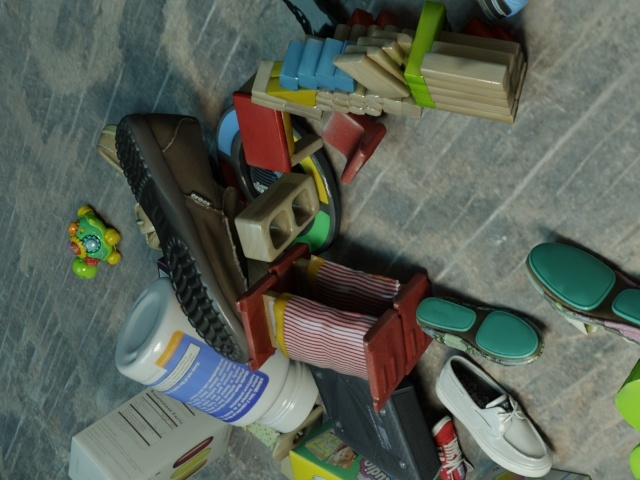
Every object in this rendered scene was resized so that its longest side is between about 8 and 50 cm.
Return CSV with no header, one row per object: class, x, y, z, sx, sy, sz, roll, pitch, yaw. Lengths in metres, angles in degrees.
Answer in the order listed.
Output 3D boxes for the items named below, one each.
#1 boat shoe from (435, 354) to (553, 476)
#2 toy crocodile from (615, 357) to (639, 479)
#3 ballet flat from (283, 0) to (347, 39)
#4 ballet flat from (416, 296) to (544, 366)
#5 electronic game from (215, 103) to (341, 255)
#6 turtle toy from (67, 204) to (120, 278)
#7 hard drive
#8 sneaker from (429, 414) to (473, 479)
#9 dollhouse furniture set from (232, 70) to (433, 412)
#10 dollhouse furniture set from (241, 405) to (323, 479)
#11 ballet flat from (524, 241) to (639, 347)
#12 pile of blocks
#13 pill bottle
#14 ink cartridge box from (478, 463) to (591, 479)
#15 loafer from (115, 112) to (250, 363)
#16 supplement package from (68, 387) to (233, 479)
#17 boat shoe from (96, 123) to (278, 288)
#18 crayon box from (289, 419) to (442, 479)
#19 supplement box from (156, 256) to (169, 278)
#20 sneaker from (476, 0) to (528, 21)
boat shoe,0.217,0.212,1.693,0.184,0.066,0.063,49,149,30
toy crocodile,0.425,0.259,1.400,0.340,0.115,0.105,53,147,6
ballet flat,0.003,-0.257,1.593,0.057,0.049,0.173,-27,101,30
ballet flat,0.199,0.114,1.638,0.188,0.070,0.070,23,135,44
electronic game,-0.058,-0.080,1.809,0.229,0.048,0.229,33,141,32
turtle toy,-0.388,0.011,2.309,0.095,0.066,0.130,39,144,26
hard drive,0.071,0.229,1.860,0.255,0.054,0.172,20,134,62
sneaker,0.173,0.283,1.824,0.067,0.042,0.118,44,154,26
dollhouse furniture set,0.000,0.000,1.657,0.201,0.152,0.374,13,131,31
dollhouse furniture set,-0.100,0.282,2.130,0.182,0.101,0.161,38,143,28
ballet flat,0.309,0.074,1.441,0.221,0.077,0.079,24,149,38
pile of blocks,0.061,-0.204,1.447,0.362,0.112,0.149,5,162,40
pill bottle,-0.140,0.173,1.952,0.272,0.152,0.152,30,157,-26
ink cartridge box,0.236,0.335,1.723,0.209,0.109,0.062,1,118,53
loafer,-0.144,-0.016,1.819,0.366,0.130,0.134,66,156,3
supplement package,-0.279,0.339,2.284,0.134,0.244,0.139,44,147,20
boat shoe,-0.214,-0.041,1.957,0.341,0.110,0.121,40,173,23
crayon box,0.134,0.460,1.973,0.363,0.106,0.313,22,133,42
supplement box,-0.174,0.094,2.062,0.081,0.104,0.188,32,140,36
sneaker,0.130,-0.293,1.356,0.188,0.067,0.078,52,141,2
